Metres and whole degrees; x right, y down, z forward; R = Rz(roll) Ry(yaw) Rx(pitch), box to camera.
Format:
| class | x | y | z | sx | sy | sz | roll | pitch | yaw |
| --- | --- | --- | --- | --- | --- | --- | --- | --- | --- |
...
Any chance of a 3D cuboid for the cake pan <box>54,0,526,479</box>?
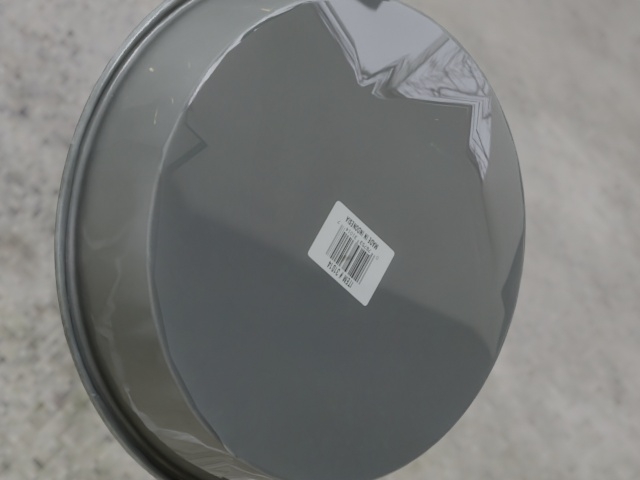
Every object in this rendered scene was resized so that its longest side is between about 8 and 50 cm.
| class | x | y | z | sx | sy | sz | roll | pitch | yaw |
| --- | --- | --- | --- | --- | --- | --- | --- | --- | --- |
| cake pan | 0.000 | 0.000 | 1.009 | 0.293 | 0.054 | 0.293 | -4 | 97 | -40 |
